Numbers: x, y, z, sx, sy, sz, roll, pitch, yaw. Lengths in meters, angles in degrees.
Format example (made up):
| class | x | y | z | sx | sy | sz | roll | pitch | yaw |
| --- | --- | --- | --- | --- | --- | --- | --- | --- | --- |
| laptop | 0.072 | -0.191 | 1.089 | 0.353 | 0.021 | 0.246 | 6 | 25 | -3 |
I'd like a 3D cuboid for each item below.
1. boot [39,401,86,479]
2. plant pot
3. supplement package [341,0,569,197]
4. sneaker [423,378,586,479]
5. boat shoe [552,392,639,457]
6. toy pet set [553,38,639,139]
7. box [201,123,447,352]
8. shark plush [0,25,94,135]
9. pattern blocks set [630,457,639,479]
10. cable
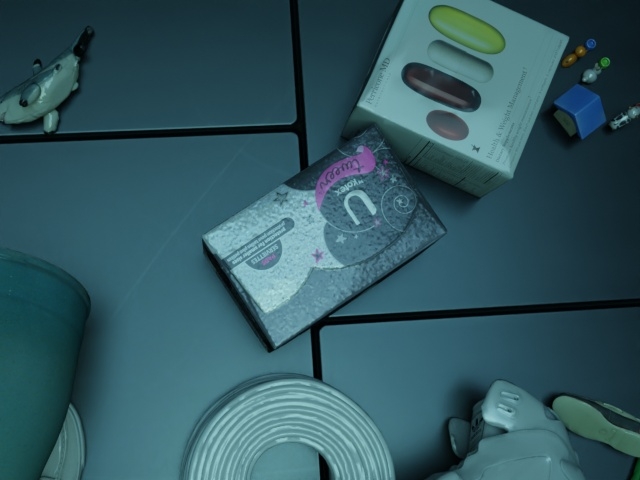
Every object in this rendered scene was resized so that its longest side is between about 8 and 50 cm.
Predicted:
| class | x | y | z | sx | sy | sz | roll | pitch | yaw |
| --- | --- | --- | --- | --- | --- | --- | --- | --- | --- |
| boot | -0.330 | 0.303 | 1.197 | 0.095 | 0.123 | 0.258 | 8 | 81 | -4 |
| plant pot | -0.389 | 0.172 | 1.100 | 0.271 | 0.272 | 0.255 | 2 | 62 | -5 |
| supplement package | 0.161 | -0.189 | 1.304 | 0.203 | 0.149 | 0.194 | 23 | 80 | -3 |
| sneaker | 0.157 | 0.280 | 1.203 | 0.365 | 0.137 | 0.210 | 5 | 55 | -24 |
| boat shoe | 0.353 | 0.223 | 1.318 | 0.137 | 0.049 | 0.043 | 25 | 38 | 1 |
| toy pet set | 0.355 | -0.194 | 1.366 | 0.114 | 0.065 | 0.122 | -37 | 86 | -9 |
| box | 0.000 | 0.000 | 1.264 | 0.247 | 0.142 | 0.163 | -33 | 86 | -10 |
| shark plush | -0.341 | -0.209 | 1.309 | 0.067 | 0.073 | 0.161 | 27 | 84 | 29 |
| pattern blocks set | 0.464 | 0.336 | 1.187 | 0.026 | 0.325 | 0.285 | 31 | 83 | -28 |
| cable | -0.040 | 0.287 | 1.245 | 0.257 | 0.089 | 0.257 | -28 | 85 | -9 |
